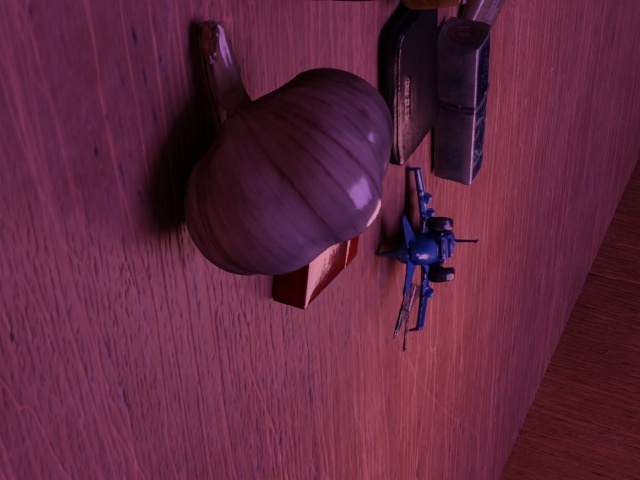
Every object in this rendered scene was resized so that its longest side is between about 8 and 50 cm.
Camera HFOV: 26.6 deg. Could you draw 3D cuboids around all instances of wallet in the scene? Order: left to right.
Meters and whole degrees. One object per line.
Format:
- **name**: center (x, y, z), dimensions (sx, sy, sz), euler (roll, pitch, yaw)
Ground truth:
- **wallet**: center (0.127, -0.223, 1.902), dimensions (0.149, 0.044, 0.250), euler (-53, 152, -39)

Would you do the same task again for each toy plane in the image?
- **toy plane**: center (0.169, 0.009, 2.122), dimensions (0.271, 0.105, 0.254), euler (-14, 104, -64)

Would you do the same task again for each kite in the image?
- **kite**: center (0.150, 0.125, 2.298), dimensions (0.152, 0.005, 0.137), euler (89, 26, -43)

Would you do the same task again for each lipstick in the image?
- **lipstick**: center (0.219, -0.212, 2.117), dimensions (0.289, 0.076, 0.077), euler (88, 24, -48)

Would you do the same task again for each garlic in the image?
- **garlic**: center (-0.054, -0.103, 1.323), dimensions (0.253, 0.245, 0.245), euler (55, 42, -19)

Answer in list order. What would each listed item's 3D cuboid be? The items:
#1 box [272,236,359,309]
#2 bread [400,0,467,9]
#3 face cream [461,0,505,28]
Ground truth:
- **box**: center (0.001, 0.000, 1.710), dimensions (0.175, 0.048, 0.112), euler (-45, 145, -55)
- **bread**: center (0.142, -0.341, 1.770), dimensions (0.083, 0.094, 0.157), euler (63, 21, -16)
- **face cream**: center (0.278, -0.440, 2.118), dimensions (0.137, 0.084, 0.341), euler (-29, 139, -62)
